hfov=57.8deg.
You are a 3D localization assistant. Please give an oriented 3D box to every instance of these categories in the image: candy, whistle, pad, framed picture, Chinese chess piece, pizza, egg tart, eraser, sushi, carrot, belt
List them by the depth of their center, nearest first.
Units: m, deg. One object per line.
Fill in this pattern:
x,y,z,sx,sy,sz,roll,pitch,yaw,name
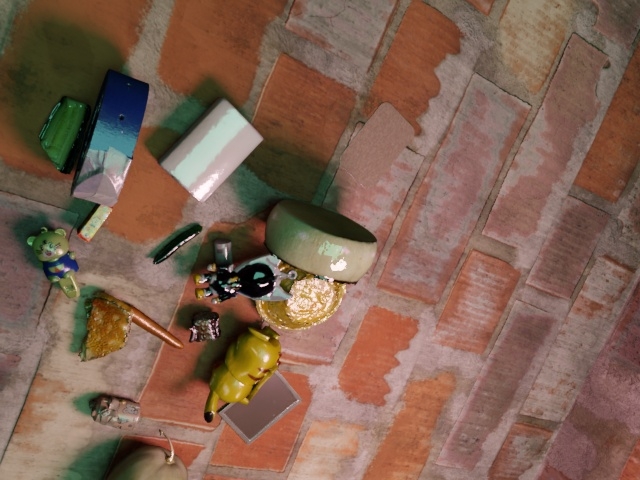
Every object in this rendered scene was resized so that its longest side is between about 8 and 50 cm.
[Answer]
-0.552,-0.265,1.524,0.117,0.212,0.346,17,95,-29,belt
-0.735,0.064,1.624,0.105,0.085,0.227,-16,114,-8,whistle
-0.638,-0.059,1.638,0.038,0.062,0.122,36,91,-29,candy
-0.319,-0.263,1.692,0.270,0.095,0.174,-47,119,-2,eraser
-0.637,0.264,1.734,0.147,0.069,0.226,11,103,0,pizza
0.000,0.000,1.775,0.350,0.349,0.146,14,107,-27,Chinese chess piece
-0.522,0.275,1.813,0.043,0.043,0.248,-48,120,-3,carrot
-0.370,0.275,1.851,0.098,0.094,0.084,-3,105,-6,sushi
-0.053,0.173,1.934,0.342,0.132,0.341,-8,110,-23,egg tart
0.193,-0.317,1.950,0.176,0.002,0.266,38,89,-29,pad
-0.212,0.591,2.069,0.252,0.014,0.197,-38,118,-8,framed picture

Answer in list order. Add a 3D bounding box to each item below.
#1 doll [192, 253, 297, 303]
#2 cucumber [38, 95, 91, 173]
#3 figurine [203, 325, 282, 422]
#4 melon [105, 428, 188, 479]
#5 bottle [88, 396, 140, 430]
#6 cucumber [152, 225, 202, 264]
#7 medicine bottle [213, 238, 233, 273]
-0.229,0.127,1.790,0.317,0.103,0.145,-7,80,-12,doll
-0.671,-0.280,1.541,0.192,0.116,0.086,-70,161,4,cucumber
-0.251,0.429,1.912,0.326,0.169,0.218,-48,157,11,figurine
-0.561,0.799,1.852,0.308,0.271,0.272,-37,122,23,melon
-0.650,0.538,1.814,0.152,0.099,0.098,24,96,-28,bottle
-0.437,0.011,1.767,0.184,0.033,0.036,-38,93,-8,cucumber
-0.304,0.095,1.839,0.058,0.058,0.198,-9,110,-21,medicine bottle
